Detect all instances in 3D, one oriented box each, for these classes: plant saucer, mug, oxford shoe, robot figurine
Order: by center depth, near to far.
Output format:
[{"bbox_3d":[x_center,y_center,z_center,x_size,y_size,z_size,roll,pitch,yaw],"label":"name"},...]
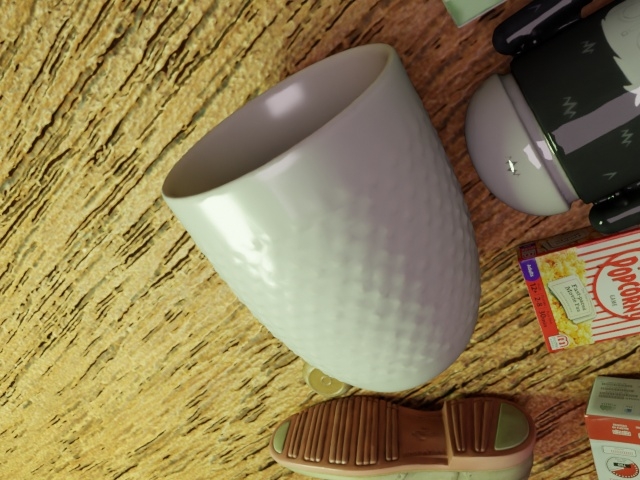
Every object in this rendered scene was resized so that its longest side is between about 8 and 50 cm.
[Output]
[{"bbox_3d":[0.285,-0.138,0.610,0.278,0.209,0.173,-29,142,23],"label":"robot figurine"},{"bbox_3d":[0.000,0.000,0.713,0.374,0.276,0.328,-2,129,48],"label":"mug"},{"bbox_3d":[0.118,0.333,0.910,0.396,0.141,0.147,-3,123,17],"label":"oxford shoe"},{"bbox_3d":[0.010,0.214,0.940,0.083,0.015,0.084,5,118,10],"label":"plant saucer"}]

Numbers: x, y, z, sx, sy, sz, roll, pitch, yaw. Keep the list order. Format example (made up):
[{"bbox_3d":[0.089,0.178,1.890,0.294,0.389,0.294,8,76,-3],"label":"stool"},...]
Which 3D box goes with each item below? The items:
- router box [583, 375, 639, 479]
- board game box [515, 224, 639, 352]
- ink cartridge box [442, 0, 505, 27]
[{"bbox_3d":[0.547,0.330,0.778,0.335,0.082,0.301,-4,117,38],"label":"router box"},{"bbox_3d":[0.363,0.051,0.758,0.193,0.045,0.147,-18,112,20],"label":"board game box"},{"bbox_3d":[0.186,-0.254,0.531,0.171,0.235,0.056,-26,107,23],"label":"ink cartridge box"}]
